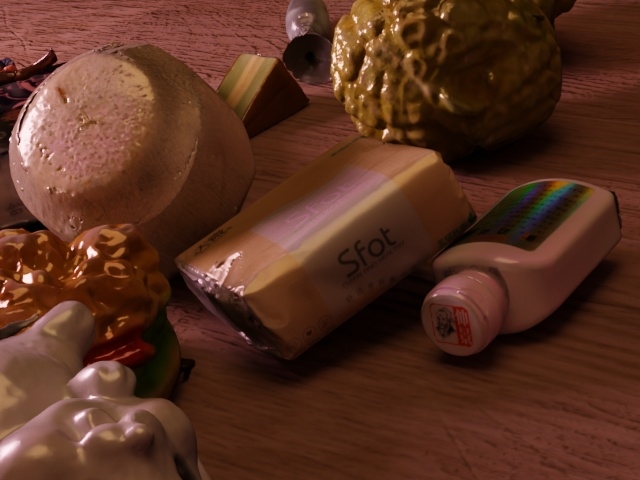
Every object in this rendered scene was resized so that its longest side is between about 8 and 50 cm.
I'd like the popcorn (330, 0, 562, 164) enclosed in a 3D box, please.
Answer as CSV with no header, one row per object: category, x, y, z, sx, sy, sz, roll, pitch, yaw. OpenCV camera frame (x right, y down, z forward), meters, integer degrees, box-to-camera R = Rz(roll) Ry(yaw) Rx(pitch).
popcorn,0.143,-0.194,1.587,0.237,0.206,0.251,-12,8,29

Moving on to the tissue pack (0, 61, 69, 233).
tissue pack,-0.373,-0.083,1.617,0.245,0.123,0.332,-16,22,1

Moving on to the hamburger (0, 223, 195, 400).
hamburger,-0.230,0.069,1.209,0.237,0.149,0.237,-7,27,4

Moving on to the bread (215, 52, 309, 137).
bread,-0.087,-0.145,1.768,0.074,0.084,0.139,12,63,37

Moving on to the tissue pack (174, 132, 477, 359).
tissue pack,0.000,0.000,1.283,0.222,0.090,0.186,-34,23,-14

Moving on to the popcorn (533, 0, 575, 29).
popcorn,0.211,-0.321,1.790,0.250,0.235,0.242,-3,40,44

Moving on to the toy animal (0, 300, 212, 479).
toy animal,-0.197,0.165,0.977,0.249,0.174,0.289,-4,22,-17

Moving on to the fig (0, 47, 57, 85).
fig,-0.386,-0.177,1.555,0.201,0.133,0.146,-5,45,-22

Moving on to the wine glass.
wine glass,-0.016,-0.279,1.964,0.074,0.074,0.262,-8,24,2

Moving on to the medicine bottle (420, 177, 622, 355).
medicine bottle,0.163,0.021,1.253,0.115,0.078,0.219,2,27,36

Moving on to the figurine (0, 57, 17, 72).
figurine,-0.419,-0.188,1.873,0.111,0.102,0.195,14,3,-39

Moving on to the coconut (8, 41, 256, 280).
coconut,-0.173,-0.065,1.401,0.224,0.234,0.224,-4,69,11
